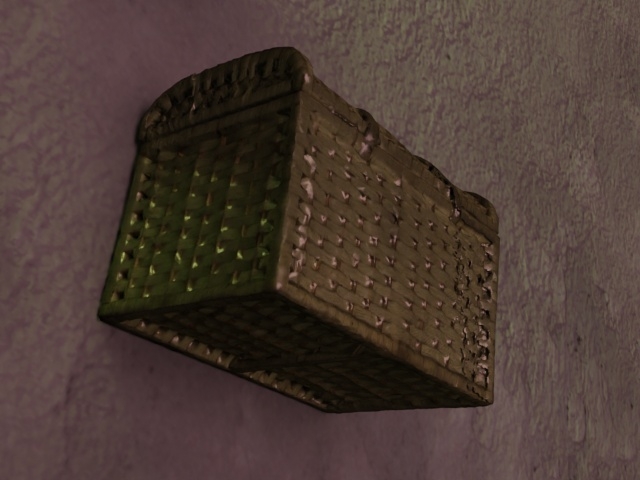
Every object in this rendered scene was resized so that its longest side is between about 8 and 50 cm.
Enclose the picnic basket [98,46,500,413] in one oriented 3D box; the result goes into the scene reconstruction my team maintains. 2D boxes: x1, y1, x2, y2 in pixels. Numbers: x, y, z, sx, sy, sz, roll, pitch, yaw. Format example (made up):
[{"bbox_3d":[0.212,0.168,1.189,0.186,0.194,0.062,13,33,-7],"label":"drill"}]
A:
[{"bbox_3d":[0.000,0.000,0.549,0.196,0.134,0.154,31,59,-41],"label":"picnic basket"}]
